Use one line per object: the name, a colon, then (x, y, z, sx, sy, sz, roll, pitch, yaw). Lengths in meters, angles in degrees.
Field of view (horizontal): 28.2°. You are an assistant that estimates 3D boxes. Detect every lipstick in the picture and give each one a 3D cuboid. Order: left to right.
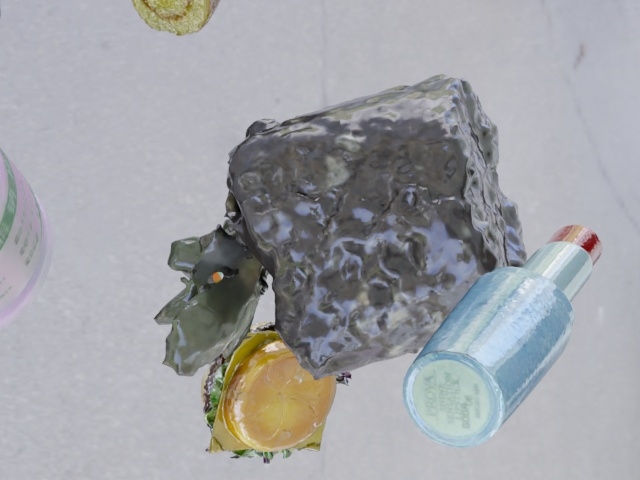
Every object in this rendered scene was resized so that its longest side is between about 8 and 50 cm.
lipstick: (0.127, 0.044, 0.796, 0.274, 0.068, 0.061, -36, 150, -59)

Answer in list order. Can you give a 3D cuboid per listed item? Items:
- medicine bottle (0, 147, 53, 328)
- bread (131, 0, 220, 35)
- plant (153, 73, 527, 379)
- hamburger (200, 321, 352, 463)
medicine bottle: (-0.410, -0.035, 1.290, 0.325, 0.212, 0.212, 80, 21, -70)
bread: (-0.117, -0.294, 1.187, 0.132, 0.103, 0.172, 92, 12, -58)
plant: (0.000, 0.000, 1.039, 0.215, 0.312, 0.213, -21, 97, -69)
hamburger: (-0.057, 0.154, 1.392, 0.164, 0.093, 0.189, 19, 102, -36)
